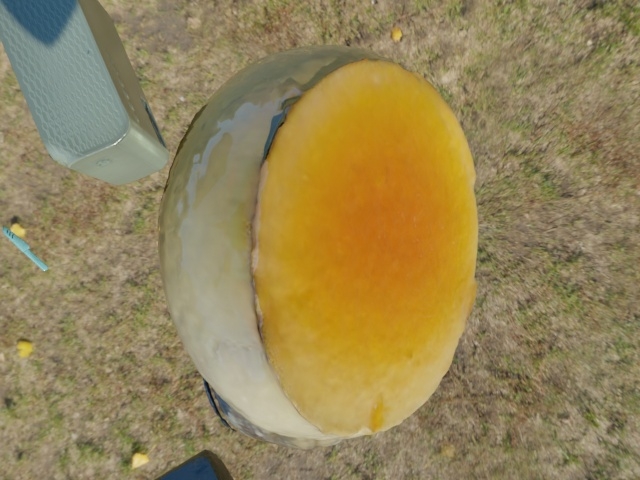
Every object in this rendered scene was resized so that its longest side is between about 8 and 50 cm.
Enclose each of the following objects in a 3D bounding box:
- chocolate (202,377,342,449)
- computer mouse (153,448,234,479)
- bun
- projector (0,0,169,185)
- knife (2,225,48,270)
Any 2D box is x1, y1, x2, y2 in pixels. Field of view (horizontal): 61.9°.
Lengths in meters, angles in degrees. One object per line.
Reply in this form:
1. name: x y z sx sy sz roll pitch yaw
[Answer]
1. chocolate: 0.008 0.162 0.778 0.212 0.303 0.304 -1 91 41
2. computer mouse: -0.269 0.515 0.960 0.269 0.100 0.170 -30 45 -6
3. bun: 0.000 0.000 0.437 0.164 0.298 0.299 8 94 44
4. projector: -0.307 -0.208 0.694 0.108 0.198 0.251 -24 90 -2
5. knife: -0.456 0.012 0.825 0.005 0.014 0.091 0 134 51
